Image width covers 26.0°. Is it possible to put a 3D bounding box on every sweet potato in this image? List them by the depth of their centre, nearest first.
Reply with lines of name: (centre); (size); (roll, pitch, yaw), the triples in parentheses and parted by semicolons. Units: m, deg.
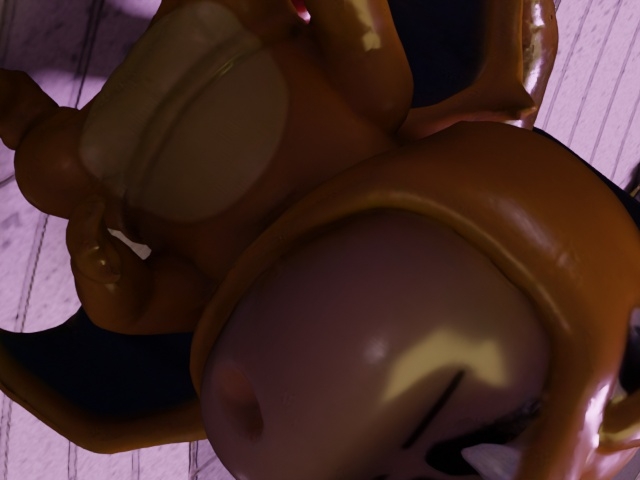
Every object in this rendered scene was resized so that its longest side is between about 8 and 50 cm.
sweet potato: (0.137, -0.127, 1.137); (0.108, 0.079, 0.346); (3, 120, -46)

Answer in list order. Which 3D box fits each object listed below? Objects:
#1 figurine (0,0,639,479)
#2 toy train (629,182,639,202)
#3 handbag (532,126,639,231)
figurine: (0.025, -0.026, 0.737); (0.401, 0.387, 0.268); (-49, 170, -14)
toy train: (0.482, -0.033, 1.776); (0.177, 0.134, 0.261); (-48, 155, -7)
handbag: (0.179, 0.080, 1.258); (0.326, 0.269, 0.118); (-50, 154, -3)
